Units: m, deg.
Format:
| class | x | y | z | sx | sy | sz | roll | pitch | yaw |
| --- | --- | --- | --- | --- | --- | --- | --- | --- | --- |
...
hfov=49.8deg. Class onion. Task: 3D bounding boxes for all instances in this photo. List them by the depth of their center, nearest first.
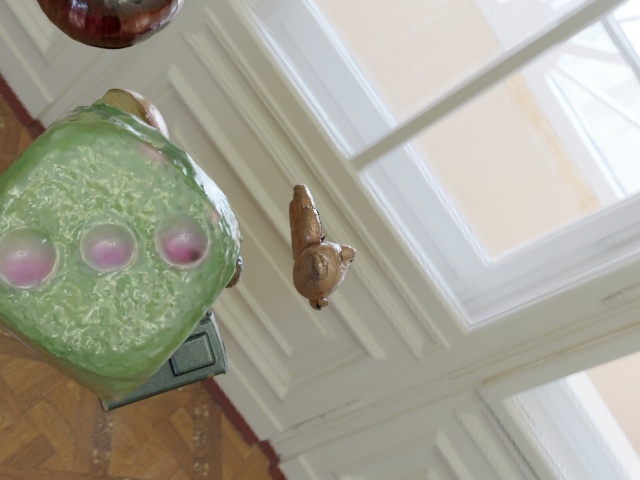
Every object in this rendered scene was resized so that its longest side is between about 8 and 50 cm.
| class | x | y | z | sx | sy | sz | roll | pitch | yaw |
| --- | --- | --- | --- | --- | --- | --- | --- | --- | --- |
| onion | -0.364 | -0.478 | 1.204 | 0.273 | 0.285 | 0.273 | 8 | 66 | -19 |

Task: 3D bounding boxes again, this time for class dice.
| class | x | y | z | sx | sy | sz | roll | pitch | yaw |
| --- | --- | --- | --- | --- | --- | --- | --- | --- | --- |
| dice | -0.328 | 0.017 | 1.010 | 0.322 | 0.318 | 0.330 | 44 | 67 | -16 |

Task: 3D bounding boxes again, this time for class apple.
| class | x | y | z | sx | sy | sz | roll | pitch | yaw |
| --- | --- | --- | --- | --- | --- | --- | --- | --- | --- |
| apple | -0.488 | -0.238 | 1.726 | 0.163 | 0.292 | 0.251 | -24 | 93 | -63 |

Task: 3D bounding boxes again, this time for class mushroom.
| class | x | y | z | sx | sy | sz | roll | pitch | yaw |
| --- | --- | --- | --- | --- | --- | --- | --- | --- | --- |
| mushroom | -0.239 | 0.056 | 1.619 | 0.126 | 0.085 | 0.109 | 33 | 72 | -3 |

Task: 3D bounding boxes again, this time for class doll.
| class | x | y | z | sx | sy | sz | roll | pitch | yaw |
| --- | --- | --- | --- | --- | --- | --- | --- | --- | --- |
| doll | 0.000 | 0.000 | 1.664 | 0.156 | 0.201 | 0.303 | -4 | 59 | -8 |

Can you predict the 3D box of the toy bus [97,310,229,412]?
| class | x | y | z | sx | sy | sz | roll | pitch | yaw |
| --- | --- | --- | --- | --- | --- | --- | --- | --- | --- |
| toy bus | -0.334 | 0.246 | 1.433 | 0.275 | 0.167 | 0.139 | -16 | 92 | -15 |
